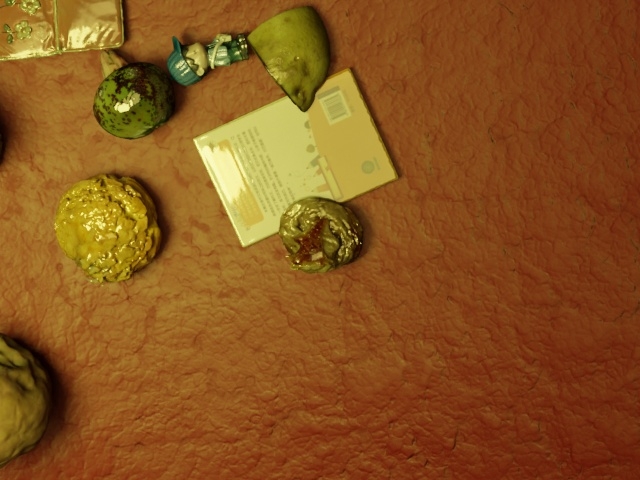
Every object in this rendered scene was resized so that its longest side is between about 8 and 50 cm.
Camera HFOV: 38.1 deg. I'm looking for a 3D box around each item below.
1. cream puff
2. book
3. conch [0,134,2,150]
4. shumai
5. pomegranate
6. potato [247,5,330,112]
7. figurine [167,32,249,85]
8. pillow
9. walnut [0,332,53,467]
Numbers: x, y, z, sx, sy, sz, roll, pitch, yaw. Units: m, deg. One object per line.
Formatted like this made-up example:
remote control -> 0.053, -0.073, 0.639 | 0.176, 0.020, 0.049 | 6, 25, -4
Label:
cream puff -> -0.361, -0.017, 1.556 | 0.189, 0.129, 0.189 | 0, 95, 5
book -> -0.042, -0.140, 1.583 | 0.295, 0.020, 0.207 | -23, 96, 5
conch -> -0.601, -0.169, 1.520 | 0.163, 0.245, 0.178 | -38, 116, -32
shumai -> 0.007, 0.000, 1.557 | 0.139, 0.105, 0.123 | 16, 113, -30
pomegranate -> -0.312, -0.244, 1.543 | 0.138, 0.163, 0.125 | -38, 134, 20
potato -> -0.031, -0.307, 1.522 | 0.120, 0.081, 0.149 | -36, 84, 8
figurine -> -0.189, -0.303, 1.552 | 0.136, 0.077, 0.079 | -7, 132, -12
pillow -> -0.442, -0.373, 1.557 | 0.233, 0.043, 0.126 | -7, 94, 3
walnut -> -0.579, 0.269, 1.525 | 0.273, 0.273, 0.227 | 36, 107, -3
